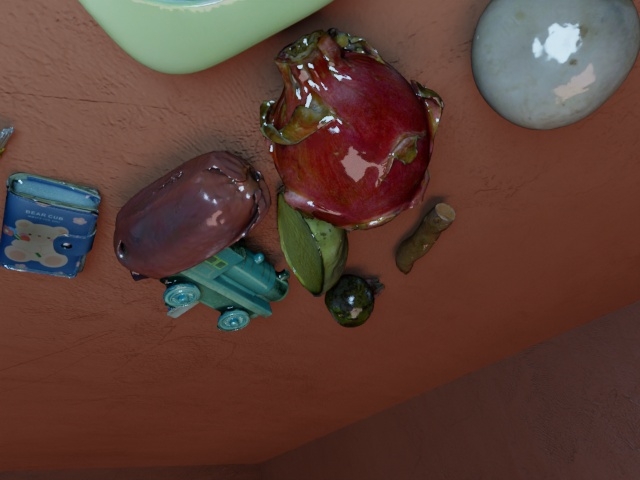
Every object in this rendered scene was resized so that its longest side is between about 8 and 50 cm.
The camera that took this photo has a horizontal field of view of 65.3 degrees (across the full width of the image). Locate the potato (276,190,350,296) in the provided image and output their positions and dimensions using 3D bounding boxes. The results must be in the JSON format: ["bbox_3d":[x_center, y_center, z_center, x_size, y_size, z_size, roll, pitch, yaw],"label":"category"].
[{"bbox_3d":[0.000,0.000,0.976,0.111,0.160,0.272,-31,152,-20],"label":"potato"}]

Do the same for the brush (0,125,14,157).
[{"bbox_3d":[-0.515,-0.068,0.717,0.013,0.103,0.272,45,132,-13],"label":"brush"}]

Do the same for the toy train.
[{"bbox_3d":[-0.187,0.072,1.013,0.194,0.120,0.298,-32,142,14],"label":"toy train"}]

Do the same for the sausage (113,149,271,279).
[{"bbox_3d":[-0.213,-0.037,0.809,0.279,0.152,0.152,-29,145,20],"label":"sausage"}]

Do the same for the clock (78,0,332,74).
[{"bbox_3d":[-0.126,-0.333,0.426,0.286,0.117,0.348,-22,146,12],"label":"clock"}]

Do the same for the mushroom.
[{"bbox_3d":[0.313,-0.255,0.677,0.204,0.204,0.204,-10,147,-7],"label":"mushroom"}]

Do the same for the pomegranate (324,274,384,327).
[{"bbox_3d":[0.093,0.148,1.241,0.163,0.126,0.138,-7,134,-14],"label":"pomegranate"}]

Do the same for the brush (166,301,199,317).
[{"bbox_3d":[-0.276,0.122,1.147,0.178,0.030,0.033,-33,136,8],"label":"brush"}]

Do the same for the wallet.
[{"bbox_3d":[-0.450,-0.018,0.830,0.141,0.059,0.202,14,136,-28],"label":"wallet"}]

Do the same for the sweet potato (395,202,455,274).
[{"bbox_3d":[0.222,0.009,1.142,0.067,0.059,0.281,-38,166,-35],"label":"sweet potato"}]

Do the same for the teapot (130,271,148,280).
[{"bbox_3d":[-0.343,0.042,0.960,0.045,0.068,0.100,-9,-177,-12],"label":"teapot"}]

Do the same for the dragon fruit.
[{"bbox_3d":[0.046,-0.137,0.702,0.250,0.250,0.315,-10,129,-7],"label":"dragon fruit"}]
